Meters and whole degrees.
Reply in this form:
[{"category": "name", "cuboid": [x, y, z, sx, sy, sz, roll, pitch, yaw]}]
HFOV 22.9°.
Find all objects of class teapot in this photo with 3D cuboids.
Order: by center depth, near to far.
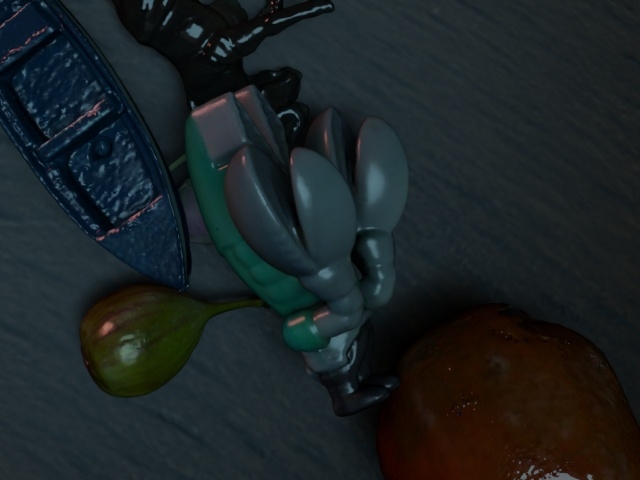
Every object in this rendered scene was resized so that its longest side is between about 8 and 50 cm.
[{"category": "teapot", "cuboid": [-0.108, -0.029, 1.284, 0.064, 0.064, 0.083, -21, 104, 2]}]

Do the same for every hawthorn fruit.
[{"category": "hawthorn fruit", "cuboid": [0.170, 0.194, 1.254, 0.211, 0.299, 0.211, -18, 139, -17]}]

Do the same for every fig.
[{"category": "fig", "cuboid": [-0.126, 0.061, 1.296, 0.166, 0.093, 0.093, -39, 103, -31]}]

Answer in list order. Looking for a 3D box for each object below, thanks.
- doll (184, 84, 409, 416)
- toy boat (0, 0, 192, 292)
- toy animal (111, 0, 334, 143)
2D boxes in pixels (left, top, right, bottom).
[{"category": "doll", "cuboid": [0.002, -0.010, 1.223, 0.153, 0.195, 0.258, -25, 120, 16]}, {"category": "toy boat", "cuboid": [-0.183, -0.087, 1.232, 0.096, 0.062, 0.299, -35, 88, 10]}, {"category": "toy animal", "cuboid": [-0.091, -0.175, 1.258, 0.233, 0.084, 0.148, 36, 91, -15]}]
